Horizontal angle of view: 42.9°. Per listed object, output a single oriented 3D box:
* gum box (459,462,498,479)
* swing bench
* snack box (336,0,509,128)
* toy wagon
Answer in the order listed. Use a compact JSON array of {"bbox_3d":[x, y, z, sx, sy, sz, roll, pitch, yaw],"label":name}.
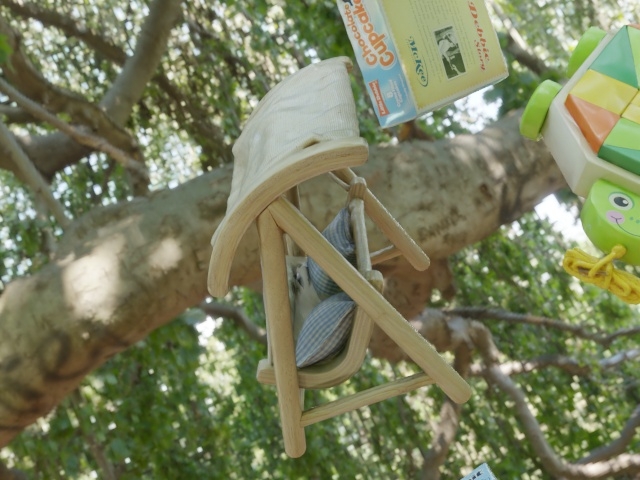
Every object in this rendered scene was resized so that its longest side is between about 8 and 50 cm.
[{"bbox_3d":[0.134,0.223,0.444,0.041,0.157,0.184,-36,2,4],"label":"gum box"},{"bbox_3d":[0.000,0.000,0.730,0.165,0.254,0.253,-21,24,10],"label":"swing bench"},{"bbox_3d":[0.087,-0.301,0.882,0.187,0.321,0.060,-28,12,-41],"label":"snack box"},{"bbox_3d":[0.314,-0.077,0.710,0.344,0.267,0.068,-45,-25,-38],"label":"toy wagon"}]
